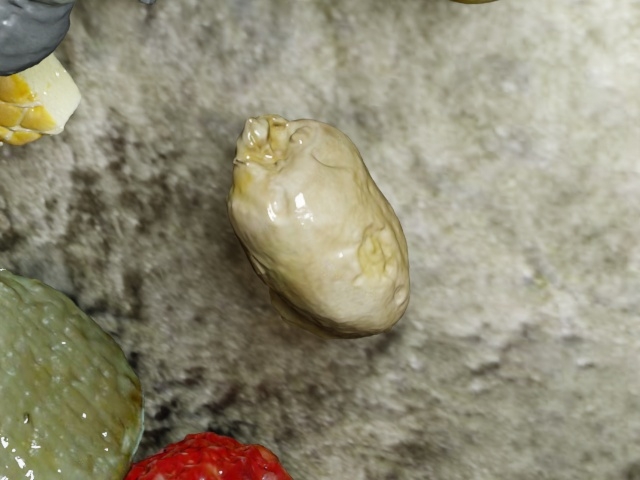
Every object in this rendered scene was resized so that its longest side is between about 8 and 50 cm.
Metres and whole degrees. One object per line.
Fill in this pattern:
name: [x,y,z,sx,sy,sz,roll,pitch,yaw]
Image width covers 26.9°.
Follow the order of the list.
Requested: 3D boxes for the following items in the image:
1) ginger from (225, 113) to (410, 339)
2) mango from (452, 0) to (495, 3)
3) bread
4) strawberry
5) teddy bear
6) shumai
ginger: [0.000,0.000,1.177,0.152,0.138,0.267,13,141,28]
mango: [0.069,-0.289,0.810,0.221,0.199,0.384,4,145,20]
bread: [-0.322,-0.174,1.256,0.125,0.068,0.188,-11,123,40]
strawberry: [-0.125,0.350,1.537,0.291,0.310,0.292,-2,114,-4]
teddy bear: [-0.218,-0.237,1.095,0.251,0.144,0.171,-27,148,29]
shumai: [-0.371,0.235,1.495,0.292,0.330,0.288,33,131,-23]
